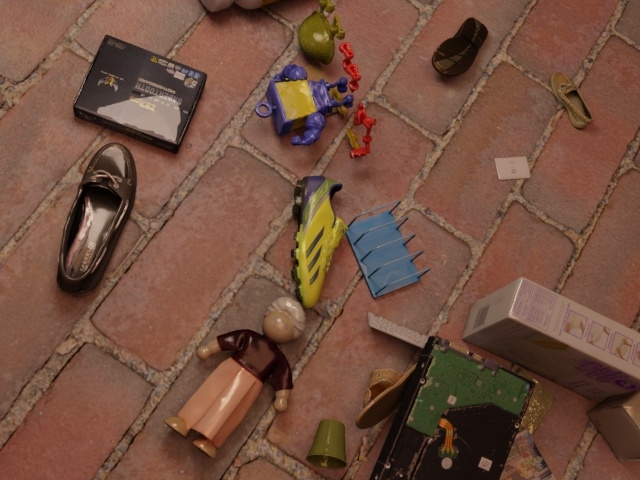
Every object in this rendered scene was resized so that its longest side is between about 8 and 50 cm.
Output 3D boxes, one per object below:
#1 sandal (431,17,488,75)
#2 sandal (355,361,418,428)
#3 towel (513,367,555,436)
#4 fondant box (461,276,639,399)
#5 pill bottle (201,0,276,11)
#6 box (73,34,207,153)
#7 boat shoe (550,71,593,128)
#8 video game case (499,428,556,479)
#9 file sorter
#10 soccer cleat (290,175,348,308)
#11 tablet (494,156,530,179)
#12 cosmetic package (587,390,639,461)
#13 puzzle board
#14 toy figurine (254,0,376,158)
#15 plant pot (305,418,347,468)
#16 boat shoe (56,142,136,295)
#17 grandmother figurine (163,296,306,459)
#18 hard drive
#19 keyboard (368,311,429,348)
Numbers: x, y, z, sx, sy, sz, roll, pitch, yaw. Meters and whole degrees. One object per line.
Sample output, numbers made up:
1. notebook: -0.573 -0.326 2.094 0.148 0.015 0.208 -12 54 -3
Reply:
1. sandal: 0.327 -0.454 1.952 0.090 0.060 0.219 39 55 -6
2. sandal: 0.139 0.293 1.684 0.240 0.088 0.079 -31 51 -26
3. towel: 0.427 0.357 1.744 0.110 0.027 0.148 38 69 1
4. fondant box: 0.492 0.210 1.691 0.330 0.238 0.096 24 69 -5
5. pill bottle: -0.114 -0.629 1.827 0.333 0.188 0.188 -25 81 -18
6. box: -0.379 -0.310 1.737 0.232 0.059 0.183 21 71 -6
7. boat shoe: 0.612 -0.346 1.987 0.056 0.048 0.153 -18 79 -18
8. video game case: 0.382 0.514 1.674 0.201 0.023 0.183 -27 81 -9
9. file sorter: 0.144 0.015 1.739 0.118 0.104 0.170 -19 79 -18
10. soccer cleat: 0.000 -0.001 1.714 0.121 0.093 0.289 4 72 -7
11. tablet: 0.450 -0.169 1.919 0.083 0.006 0.054 -5 75 -14
12. cosmetic package: 0.745 0.336 1.760 0.296 0.153 0.129 -30 82 -18
13. puzzle board: -0.018 -0.335 1.856 0.096 0.011 0.128 -25 80 -17
14. toy figurine: -0.043 -0.334 1.752 0.217 0.191 0.363 -16 77 -11
15. plant pot: 0.018 0.398 1.615 0.083 0.083 0.079 16 58 -8
16. boat shoe: -0.439 -0.053 1.626 0.112 0.095 0.335 16 71 -8
17. grandmother figurine: -0.141 0.258 1.605 0.208 0.104 0.342 39 72 -9
18. hard drive: 0.259 0.388 1.625 0.236 0.064 0.339 25 80 -10
19. keyboard: 0.216 0.213 1.718 0.256 0.072 0.014 23 101 -6
